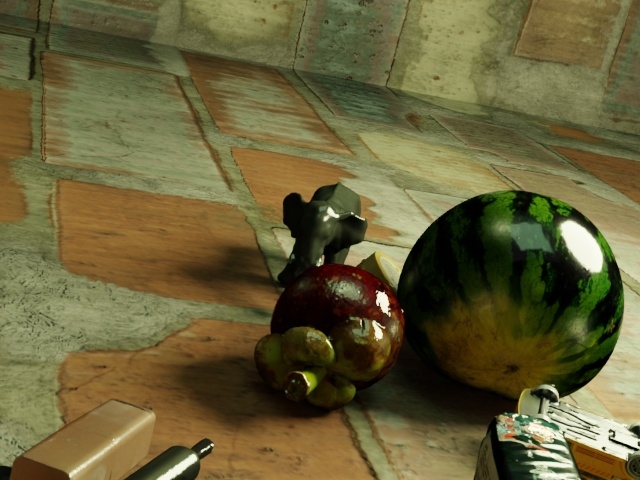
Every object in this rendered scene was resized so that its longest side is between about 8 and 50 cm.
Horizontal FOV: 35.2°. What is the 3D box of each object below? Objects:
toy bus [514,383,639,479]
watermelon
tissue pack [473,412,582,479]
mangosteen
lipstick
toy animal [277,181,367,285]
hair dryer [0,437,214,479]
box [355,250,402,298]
[{"bbox_3d":[0.280,0.218,1.068,0.162,0.074,0.069,20,27,9],"label":"toy bus"},{"bbox_3d":[0.225,0.065,1.202,0.268,0.269,0.269,13,19,-5],"label":"watermelon"},{"bbox_3d":[0.189,0.240,0.904,0.090,0.103,0.170,7,19,-1],"label":"tissue pack"},{"bbox_3d":[0.016,0.118,1.091,0.145,0.156,0.181,32,40,-28],"label":"mangosteen"},{"bbox_3d":[-0.168,0.157,0.727,0.045,0.045,0.145,18,11,11],"label":"lipstick"},{"bbox_3d":[-0.005,-0.001,1.360,0.114,0.146,0.245,14,20,-4],"label":"toy animal"},{"bbox_3d":[-0.126,0.209,0.780,0.195,0.078,0.248,17,19,19],"label":"hair dryer"},{"bbox_3d":[0.091,0.064,1.338,0.105,0.037,0.105,47,17,-19],"label":"box"}]
